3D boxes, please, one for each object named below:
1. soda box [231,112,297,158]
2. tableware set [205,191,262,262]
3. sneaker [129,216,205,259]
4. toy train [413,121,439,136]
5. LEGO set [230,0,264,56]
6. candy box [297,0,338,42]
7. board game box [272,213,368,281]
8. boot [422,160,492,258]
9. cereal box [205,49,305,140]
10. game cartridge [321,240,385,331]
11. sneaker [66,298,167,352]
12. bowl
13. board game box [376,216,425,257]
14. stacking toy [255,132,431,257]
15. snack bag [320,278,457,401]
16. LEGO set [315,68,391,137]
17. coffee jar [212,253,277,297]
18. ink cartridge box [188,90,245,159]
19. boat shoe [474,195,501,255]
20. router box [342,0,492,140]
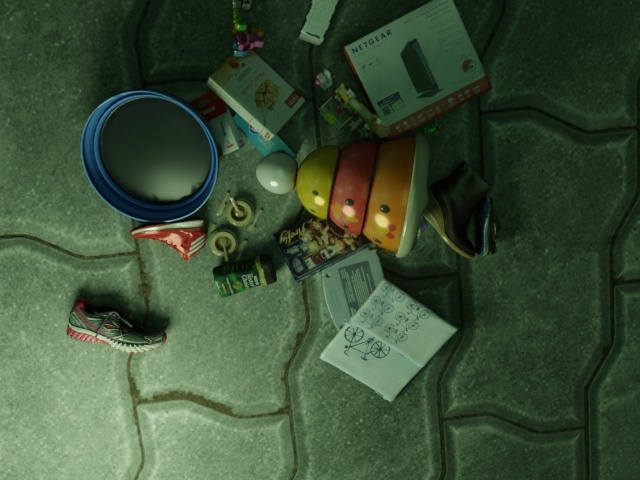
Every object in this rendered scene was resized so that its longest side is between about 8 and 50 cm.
[{"bbox_3d":[-0.164,-0.301,1.865,0.071,0.067,0.210,-43,101,5],"label":"soda box"},{"bbox_3d":[-0.271,-0.037,1.926,0.128,0.039,0.194,27,99,-8],"label":"tableware set"},{"bbox_3d":[-0.451,0.005,1.903,0.221,0.087,0.128,-8,100,0],"label":"sneaker"},{"bbox_3d":[0.319,-0.330,1.912,0.083,0.017,0.023,-24,111,2],"label":"toy train"},{"bbox_3d":[-0.198,-0.591,1.783,0.093,0.087,0.227,0,59,-17],"label":"LEGO set"},{"bbox_3d":[0.005,-0.649,1.755,0.070,0.165,0.196,20,99,-9],"label":"candy box"},{"bbox_3d":[0.000,0.000,1.917,0.243,0.042,0.165,-28,78,3],"label":"board game box"},{"bbox_3d":[0.438,-0.088,1.917,0.207,0.090,0.248,-43,93,17],"label":"boot"},{"bbox_3d":[-0.181,-0.421,1.808,0.240,0.047,0.173,41,60,-9],"label":"cereal box"},{"bbox_3d":[0.112,0.164,1.982,0.198,0.062,0.297,-14,102,4],"label":"game cartridge"},{"bbox_3d":[-0.615,0.263,1.928,0.299,0.121,0.112,13,98,-5],"label":"sneaker"},{"bbox_3d":[-0.477,-0.241,1.810,0.391,0.077,0.391,1,117,3],"label":"bowl"},{"bbox_3d":[0.248,-0.024,1.960,0.133,0.033,0.168,21,100,-7],"label":"board game box"},{"bbox_3d":[0.054,-0.153,1.793,0.480,0.350,0.350,8,101,4],"label":"stacking toy"},{"bbox_3d":[0.208,0.320,1.980,0.323,0.037,0.342,35,104,-20],"label":"snack bag"},{"bbox_3d":[0.083,-0.354,1.817,0.107,0.132,0.287,-43,68,6],"label":"LEGO set"},{"bbox_3d":[-0.228,0.105,1.933,0.184,0.079,0.096,-16,119,0],"label":"coffee jar"},{"bbox_3d":[-0.315,-0.327,1.832,0.145,0.045,0.179,-18,106,32],"label":"ink cartridge box"},{"bbox_3d":[0.517,-0.045,1.961,0.066,0.066,0.183,1,96,-24],"label":"boat shoe"},{"bbox_3d":[0.277,-0.496,1.843,0.335,0.082,0.301,-28,101,3],"label":"router box"}]
